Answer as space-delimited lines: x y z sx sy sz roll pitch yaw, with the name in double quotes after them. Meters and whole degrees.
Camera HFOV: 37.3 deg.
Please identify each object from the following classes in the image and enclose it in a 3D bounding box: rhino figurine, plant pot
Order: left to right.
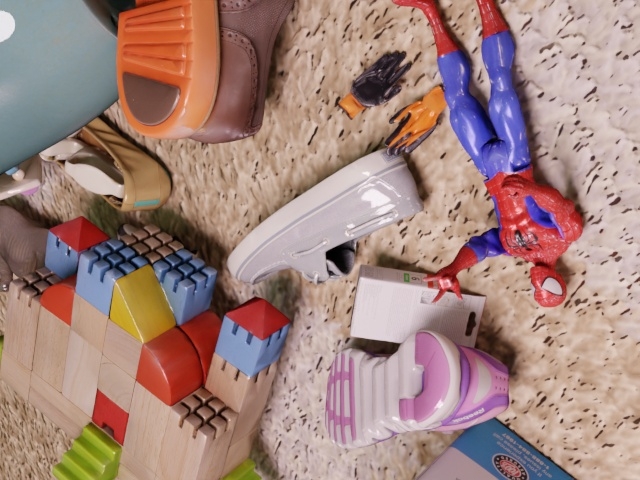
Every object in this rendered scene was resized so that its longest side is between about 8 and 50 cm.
-0.292 -0.224 0.892 0.235 0.293 0.293 -19 96 20 "plant pot"
-0.371 0.011 1.168 0.243 0.073 0.106 26 125 28 "rhino figurine"

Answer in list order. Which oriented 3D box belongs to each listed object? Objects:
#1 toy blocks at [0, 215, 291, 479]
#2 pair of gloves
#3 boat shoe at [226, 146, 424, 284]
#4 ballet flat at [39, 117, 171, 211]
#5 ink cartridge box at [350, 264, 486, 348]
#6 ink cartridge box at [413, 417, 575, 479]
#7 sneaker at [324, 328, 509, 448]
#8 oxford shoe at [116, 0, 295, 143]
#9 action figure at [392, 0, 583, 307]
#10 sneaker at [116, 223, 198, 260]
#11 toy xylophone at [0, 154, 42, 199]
-0.193 0.108 0.990 0.381 0.191 0.260 32 125 22 "toy blocks"
0.064 -0.117 0.812 0.074 0.010 0.083 -46 73 3 "pair of gloves"
0.001 0.000 0.881 0.227 0.079 0.081 -34 82 37 "boat shoe"
-0.265 -0.103 1.043 0.232 0.073 0.080 31 123 24 "ballet flat"
0.088 0.062 0.865 0.115 0.029 0.062 8 116 -1 "ink cartridge box"
0.128 0.310 0.758 0.223 0.307 0.129 38 125 20 "ink cartridge box"
0.086 0.142 0.868 0.236 0.105 0.095 -26 59 59 "sneaker"
-0.092 -0.265 0.832 0.130 0.133 0.363 11 95 41 "oxford shoe"
0.122 -0.065 0.735 0.091 0.139 0.280 -17 99 40 "action figure"
-0.178 0.006 1.049 0.109 0.040 0.043 31 109 19 "sneaker"
-0.438 -0.185 1.045 0.322 0.081 0.236 56 180 -40 "toy xylophone"
